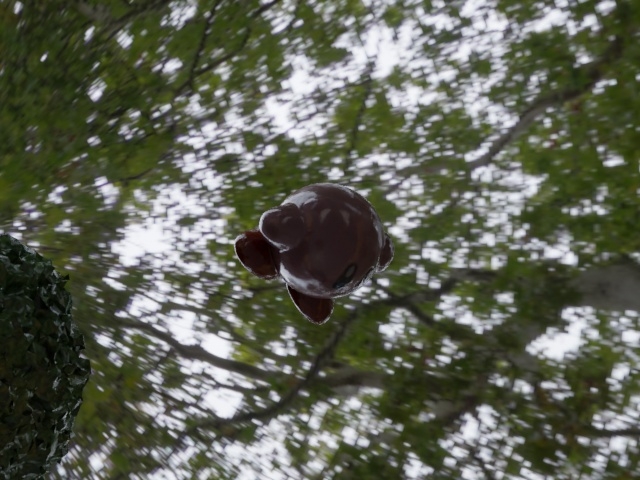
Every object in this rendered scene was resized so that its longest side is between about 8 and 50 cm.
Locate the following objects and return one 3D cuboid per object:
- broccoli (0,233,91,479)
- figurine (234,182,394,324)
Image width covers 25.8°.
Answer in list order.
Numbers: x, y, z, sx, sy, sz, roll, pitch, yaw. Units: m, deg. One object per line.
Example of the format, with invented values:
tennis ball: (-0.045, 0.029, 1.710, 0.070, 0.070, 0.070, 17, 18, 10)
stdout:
broccoli: (-0.296, 0.053, 0.658, 0.321, 0.310, 0.413, -26, -56, -21)
figurine: (0.000, 0.000, 0.807, 0.083, 0.071, 0.067, 27, -137, -41)
